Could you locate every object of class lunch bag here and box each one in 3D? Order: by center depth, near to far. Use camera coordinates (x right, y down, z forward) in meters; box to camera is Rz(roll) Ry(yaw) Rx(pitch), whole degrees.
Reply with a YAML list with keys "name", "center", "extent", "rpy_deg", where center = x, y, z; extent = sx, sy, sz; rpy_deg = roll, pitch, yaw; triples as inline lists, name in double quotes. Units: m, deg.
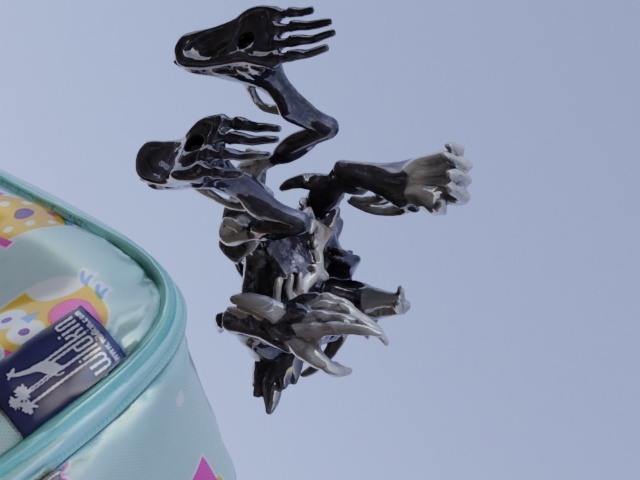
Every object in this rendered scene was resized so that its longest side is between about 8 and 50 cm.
- name: "lunch bag"
  center: [-0.182, 0.063, 0.603]
  extent: [0.279, 0.224, 0.108]
  rpy_deg: [26, -41, 39]

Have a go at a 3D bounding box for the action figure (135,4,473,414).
- name: "action figure"
  center: [0.000, 0.000, 1.019]
  extent: [0.141, 0.276, 0.164]
  rpy_deg: [10, -117, 24]
